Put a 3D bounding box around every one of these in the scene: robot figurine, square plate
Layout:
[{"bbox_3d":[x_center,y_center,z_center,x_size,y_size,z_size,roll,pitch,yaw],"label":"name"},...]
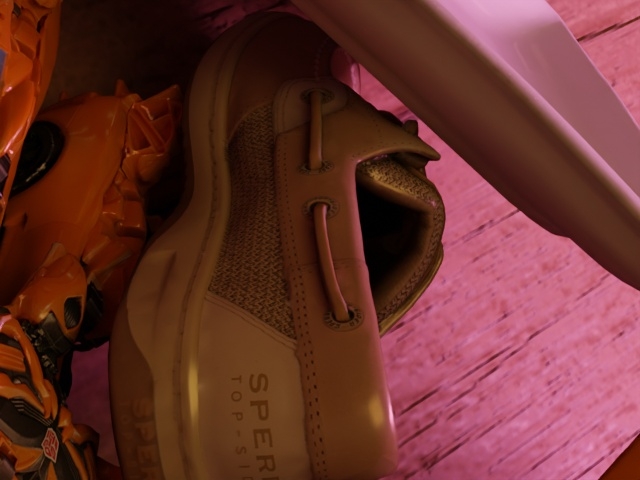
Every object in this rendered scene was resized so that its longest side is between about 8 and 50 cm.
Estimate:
[{"bbox_3d":[-0.121,0.014,0.687,0.211,0.085,0.291,61,24,-42],"label":"robot figurine"},{"bbox_3d":[0.028,-0.138,0.845,0.347,0.049,0.344,41,16,-24],"label":"square plate"}]

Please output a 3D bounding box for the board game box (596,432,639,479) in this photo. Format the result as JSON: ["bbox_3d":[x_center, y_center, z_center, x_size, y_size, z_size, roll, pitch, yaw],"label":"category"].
[{"bbox_3d":[0.292,0.265,0.764,0.356,0.356,0.357,-38,136,-39],"label":"board game box"}]

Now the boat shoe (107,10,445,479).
[{"bbox_3d":[0.000,0.000,0.766,0.341,0.110,0.122,-79,161,-58],"label":"boat shoe"}]
